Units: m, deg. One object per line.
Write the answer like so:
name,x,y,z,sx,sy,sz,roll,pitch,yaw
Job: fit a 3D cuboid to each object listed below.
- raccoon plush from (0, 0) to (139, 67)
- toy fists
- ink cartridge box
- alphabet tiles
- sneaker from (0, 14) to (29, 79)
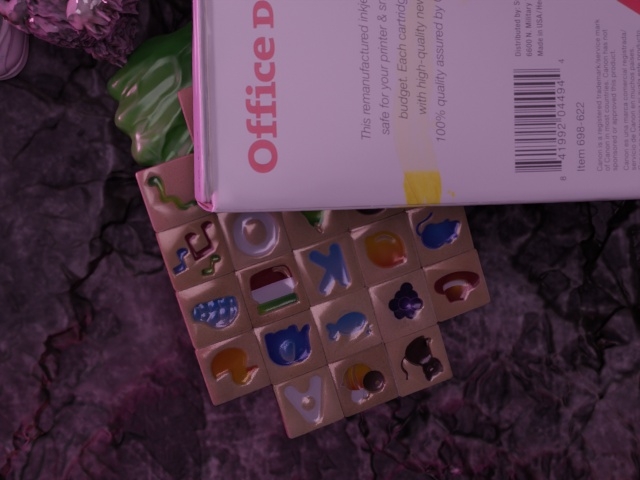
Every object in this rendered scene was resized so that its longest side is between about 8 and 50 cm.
raccoon plush,-0.146,-0.361,1.095,0.446,0.216,0.299,-35,84,15
toy fists,-0.080,-0.075,1.225,0.142,0.096,0.279,-45,103,-10
ink cartridge box,0.082,-0.168,1.093,0.385,0.160,0.279,-2,93,-10
alphabet tiles,0.000,0.000,1.197,0.285,0.011,0.342,-20,103,-13
sneaker,-0.312,-0.259,1.203,0.080,0.094,0.212,-11,91,-5
